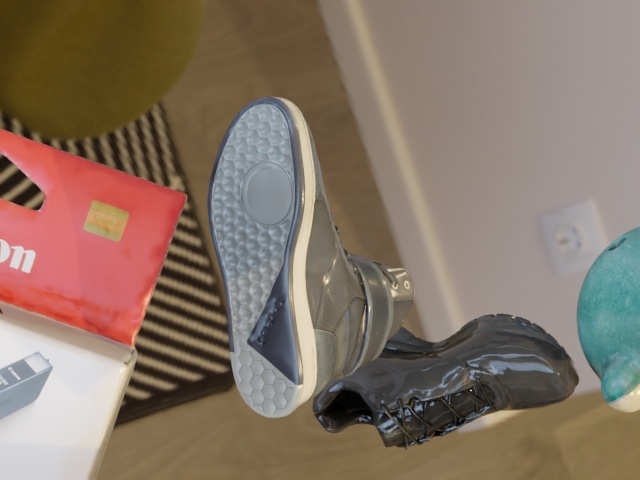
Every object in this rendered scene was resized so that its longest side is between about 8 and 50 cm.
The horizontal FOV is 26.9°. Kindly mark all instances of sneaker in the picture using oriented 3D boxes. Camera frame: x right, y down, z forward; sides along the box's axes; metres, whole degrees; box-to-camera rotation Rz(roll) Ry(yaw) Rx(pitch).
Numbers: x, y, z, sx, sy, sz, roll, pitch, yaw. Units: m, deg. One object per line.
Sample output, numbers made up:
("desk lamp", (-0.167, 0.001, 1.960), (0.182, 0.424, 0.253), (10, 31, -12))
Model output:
("sneaker", (0.117, 0.151, 1.319), (0.109, 0.286, 0.130), (60, 43, -26))
("sneaker", (-0.002, 0.001, 0.997), (0.163, 0.086, 0.226), (-18, 110, -53))

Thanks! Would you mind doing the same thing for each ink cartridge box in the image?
("ink cartridge box", (-0.279, 0.043, 0.993), (0.296, 0.066, 0.261), (19, 98, -3))

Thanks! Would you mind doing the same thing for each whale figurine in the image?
("whale figurine", (0.312, 0.052, 1.143), (0.216, 0.272, 0.141), (-39, 90, -5))
